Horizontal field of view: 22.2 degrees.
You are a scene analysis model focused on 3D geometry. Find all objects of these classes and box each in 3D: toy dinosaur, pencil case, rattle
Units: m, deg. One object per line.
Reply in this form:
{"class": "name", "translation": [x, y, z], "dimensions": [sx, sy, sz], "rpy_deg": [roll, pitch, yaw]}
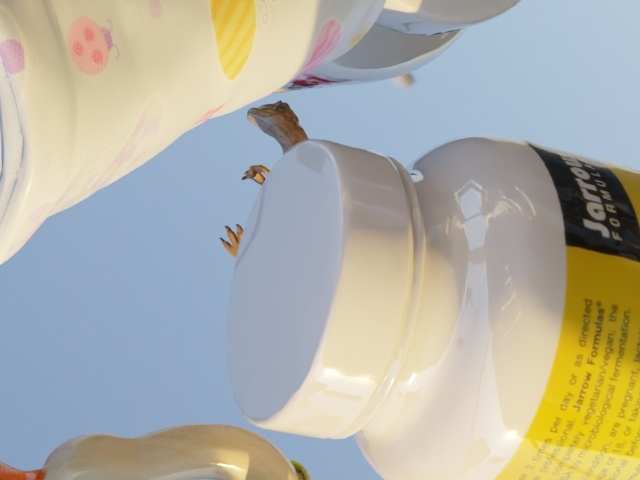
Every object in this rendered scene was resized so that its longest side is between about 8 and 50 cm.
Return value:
{"class": "toy dinosaur", "translation": [0.000, 0.000, 1.139], "dimensions": [0.112, 0.064, 0.211], "rpy_deg": [-26, -87, -35]}
{"class": "pencil case", "translation": [-0.075, -0.080, 0.570], "dimensions": [0.273, 0.124, 0.113], "rpy_deg": [-38, -70, -54]}
{"class": "rattle", "translation": [-0.096, 0.167, 0.834], "dimensions": [0.200, 0.130, 0.142], "rpy_deg": [20, -133, -27]}

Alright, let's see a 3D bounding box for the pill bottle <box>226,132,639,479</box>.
{"class": "pill bottle", "translation": [0.131, 0.051, 0.837], "dimensions": [0.334, 0.188, 0.188], "rpy_deg": [12, -130, -23]}

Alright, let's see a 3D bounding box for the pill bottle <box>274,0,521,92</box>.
{"class": "pill bottle", "translation": [-0.008, -0.173, 0.924], "dimensions": [0.176, 0.318, 0.176], "rpy_deg": [-1, -88, -27]}
